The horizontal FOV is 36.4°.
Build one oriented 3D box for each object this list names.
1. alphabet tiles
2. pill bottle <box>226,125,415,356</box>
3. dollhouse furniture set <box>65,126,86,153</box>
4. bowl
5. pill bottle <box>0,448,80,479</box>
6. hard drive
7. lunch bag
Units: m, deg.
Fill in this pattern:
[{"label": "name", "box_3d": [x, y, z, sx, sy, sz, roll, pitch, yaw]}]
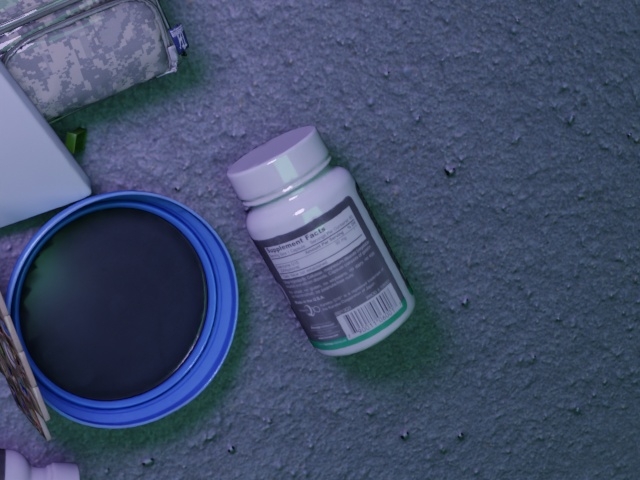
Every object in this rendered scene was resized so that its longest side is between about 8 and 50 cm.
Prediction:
[{"label": "alphabet tiles", "box_3d": [-0.491, 0.130, 1.472, 0.011, 0.285, 0.342, -25, 112, -26]}, {"label": "pill bottle", "box_3d": [0.000, 0.000, 1.665, 0.204, 0.204, 0.361, -32, 106, -11]}, {"label": "dollhouse furniture set", "box_3d": [-0.462, -0.179, 1.580, 0.151, 0.058, 0.076, 11, 103, 0]}, {"label": "bowl", "box_3d": [-0.325, 0.111, 1.607, 0.391, 0.077, 0.391, -4, 99, -30]}, {"label": "pill bottle", "box_3d": [-0.575, 0.433, 1.539, 0.363, 0.210, 0.210, 6, 97, -19]}, {"label": "hard drive", "box_3d": [-0.514, -0.140, 1.413, 0.233, 0.047, 0.353, -19, 146, 3]}, {"label": "lunch bag", "box_3d": [-0.385, -0.327, 1.487, 0.305, 0.212, 0.256, -27, 111, -14]}]
